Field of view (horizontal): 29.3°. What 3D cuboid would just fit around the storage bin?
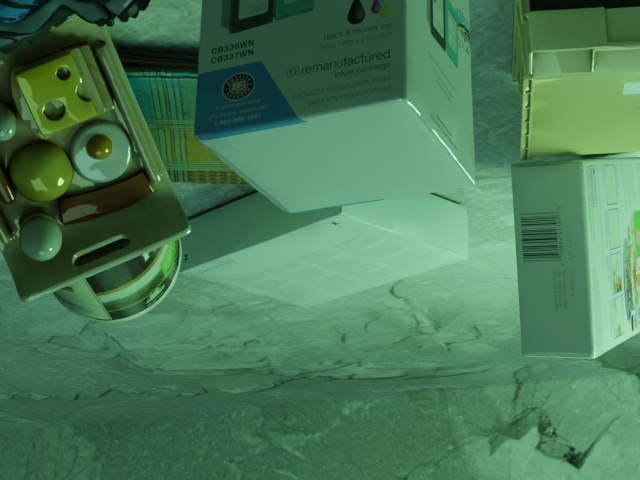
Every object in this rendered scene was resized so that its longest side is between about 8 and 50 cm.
[{"bbox_3d":[0.346,-0.196,1.346,0.262,0.123,0.260,-2,160,7],"label":"storage bin"}]

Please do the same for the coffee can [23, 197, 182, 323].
[{"bbox_3d":[-0.298,-0.019,1.626,0.201,0.202,0.275,0,163,0],"label":"coffee can"}]

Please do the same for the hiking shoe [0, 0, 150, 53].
[{"bbox_3d":[-0.282,-0.273,1.198,0.304,0.113,0.132,-7,130,36],"label":"hiking shoe"}]

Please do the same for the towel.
[{"bbox_3d":[-0.175,-0.152,1.596,0.271,0.040,0.370,2,162,-4],"label":"towel"}]

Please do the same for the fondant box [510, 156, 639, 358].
[{"bbox_3d":[0.351,0.012,1.601,0.096,0.238,0.330,-2,-177,29],"label":"fondant box"}]

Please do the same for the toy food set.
[{"bbox_3d":[-0.298,-0.096,1.378,0.219,0.092,0.306,-23,123,-7],"label":"toy food set"}]

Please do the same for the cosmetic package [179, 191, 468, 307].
[{"bbox_3d":[0.000,0.000,1.937,0.284,0.097,0.377,16,155,-42],"label":"cosmetic package"}]

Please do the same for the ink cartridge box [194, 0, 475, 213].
[{"bbox_3d":[0.019,-0.194,1.127,0.198,0.270,0.197,-8,158,22],"label":"ink cartridge box"}]
